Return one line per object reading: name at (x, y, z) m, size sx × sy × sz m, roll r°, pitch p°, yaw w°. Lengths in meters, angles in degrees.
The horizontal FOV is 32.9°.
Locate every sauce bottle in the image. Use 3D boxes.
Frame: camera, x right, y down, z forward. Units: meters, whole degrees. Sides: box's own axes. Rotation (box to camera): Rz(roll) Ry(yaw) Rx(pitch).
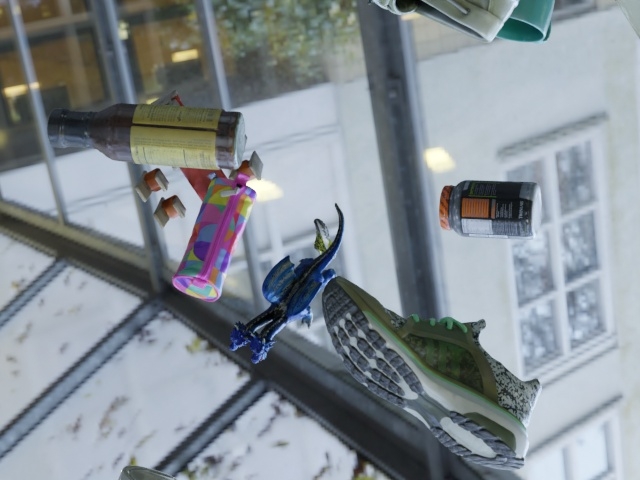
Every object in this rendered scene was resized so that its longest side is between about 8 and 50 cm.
sauce bottle at (-0.308, -0.190, 1.921) m, size 0.344 × 0.111 × 0.111 m, roll 6°, pitch -161°, yaw 6°

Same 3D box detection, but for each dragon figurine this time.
dragon figurine at (-0.039, 0.078, 1.785) m, size 0.085 × 0.289 × 0.144 m, roll 38°, pitch -167°, yaw 15°

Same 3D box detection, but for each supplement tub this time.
supplement tub at (0.340, -0.062, 2.168) m, size 0.190 × 0.117 × 0.117 m, roll 4°, pitch -159°, yaw 21°

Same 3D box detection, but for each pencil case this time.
pencil case at (-0.193, -0.008, 1.995) m, size 0.104 × 0.104 × 0.236 m, roll 2°, pitch -118°, yaw 32°

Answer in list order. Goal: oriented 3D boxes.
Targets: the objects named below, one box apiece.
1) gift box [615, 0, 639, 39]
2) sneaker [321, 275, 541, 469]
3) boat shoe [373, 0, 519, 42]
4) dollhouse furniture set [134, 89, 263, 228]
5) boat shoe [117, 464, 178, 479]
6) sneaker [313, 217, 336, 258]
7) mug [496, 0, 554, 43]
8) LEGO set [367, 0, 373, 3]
gift box at (0.476, -0.379, 1.218) m, size 0.255 × 0.276 × 0.258 m, roll -51°, pitch -162°, yaw -29°
sneaker at (0.180, 0.178, 1.703) m, size 0.182 × 0.410 × 0.158 m, roll -52°, pitch -174°, yaw -32°
boat shoe at (0.102, -0.322, 1.305) m, size 0.302 × 0.094 × 0.109 m, roll 26°, pitch 177°, yaw 36°
dollhouse furniture set at (-0.292, -0.195, 2.428) m, size 0.262 × 0.259 × 0.135 m, roll -25°, pitch -156°, yaw 15°
boat shoe at (-0.151, 0.409, 1.512) m, size 0.324 × 0.097 × 0.116 m, roll 26°, pitch -178°, yaw -29°
sneaker at (0.000, 0.000, 2.035) m, size 0.035 × 0.083 × 0.031 m, roll -19°, pitch -174°, yaw 17°
mug at (0.327, -0.397, 1.822) m, size 0.129 × 0.097 × 0.158 m, roll 14°, pitch 177°, yaw 13°
LEGO set at (0.106, -0.506, 2.153) m, size 0.023 × 0.054 × 0.083 m, roll 11°, pitch -120°, yaw 47°
